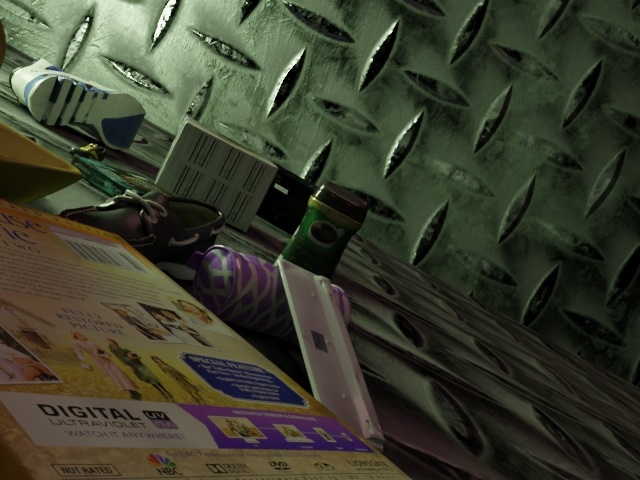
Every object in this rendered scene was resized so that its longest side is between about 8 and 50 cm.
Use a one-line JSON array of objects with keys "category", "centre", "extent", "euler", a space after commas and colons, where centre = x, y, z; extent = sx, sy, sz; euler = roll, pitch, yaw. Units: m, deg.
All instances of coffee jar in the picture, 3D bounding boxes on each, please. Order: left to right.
[{"category": "coffee jar", "centre": [0.000, 0.000, 1.344], "extent": [0.096, 0.184, 0.079], "euler": [29, 6, 1]}]

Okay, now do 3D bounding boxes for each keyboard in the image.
[{"category": "keyboard", "centre": [0.005, 0.109, 0.867], "extent": [0.072, 0.014, 0.256], "euler": [21, 28, -28]}]

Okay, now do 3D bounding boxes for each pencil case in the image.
[{"category": "pencil case", "centre": [-0.054, 0.066, 0.982], "extent": [0.206, 0.086, 0.088], "euler": [24, 22, -45]}]

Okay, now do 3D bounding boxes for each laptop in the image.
[{"category": "laptop", "centre": [-0.078, -0.098, 2.087], "extent": [0.234, 0.264, 0.136], "euler": [29, 42, 11]}]

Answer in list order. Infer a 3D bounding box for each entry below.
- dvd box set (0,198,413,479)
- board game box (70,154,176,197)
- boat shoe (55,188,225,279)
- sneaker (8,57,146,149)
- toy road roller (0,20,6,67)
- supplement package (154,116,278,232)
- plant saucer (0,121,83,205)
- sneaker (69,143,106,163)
[{"category": "dvd box set", "centre": [-0.147, 0.079, 0.546], "extent": [0.420, 0.062, 0.308], "euler": [33, 7, 36]}, {"category": "board game box", "centre": [-0.312, -0.087, 1.396], "extent": [0.126, 0.026, 0.186], "euler": [31, 6, 24]}, {"category": "boat shoe", "centre": [-0.202, -0.016, 0.950], "extent": [0.114, 0.091, 0.302], "euler": [32, 8, 12]}, {"category": "sneaker", "centre": [-0.531, -0.308, 1.785], "extent": [0.182, 0.127, 0.315], "euler": [34, 9, 29]}, {"category": "toy road roller", "centre": [-0.471, -0.263, 0.766], "extent": [0.202, 0.241, 0.329], "euler": [34, -30, 46]}, {"category": "supplement package", "centre": [-0.216, -0.140, 1.721], "extent": [0.203, 0.149, 0.194], "euler": [27, 6, -14]}, {"category": "plant saucer", "centre": [-0.443, -0.121, 0.785], "extent": [0.333, 0.081, 0.333], "euler": [31, 6, 12]}, {"category": "sneaker", "centre": [-0.412, -0.157, 1.487], "extent": [0.031, 0.035, 0.083], "euler": [30, 6, 20]}]
